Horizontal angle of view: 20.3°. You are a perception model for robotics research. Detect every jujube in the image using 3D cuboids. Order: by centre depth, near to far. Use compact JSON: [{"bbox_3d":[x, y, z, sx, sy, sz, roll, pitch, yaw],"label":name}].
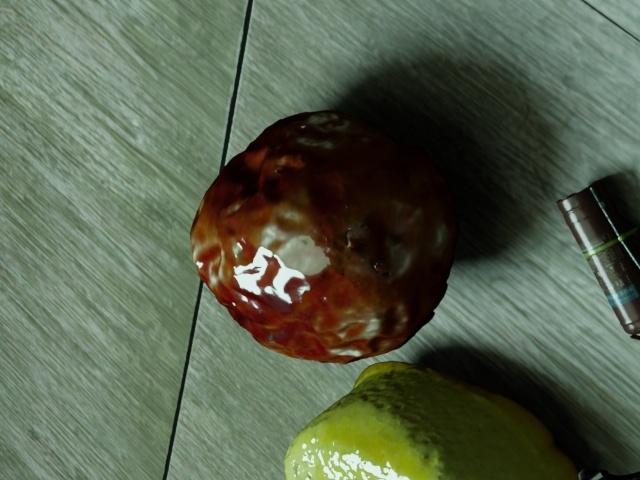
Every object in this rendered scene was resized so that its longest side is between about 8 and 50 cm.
[{"bbox_3d":[0.000,0.000,1.393,0.197,0.197,0.290,66,159,-7],"label":"jujube"}]

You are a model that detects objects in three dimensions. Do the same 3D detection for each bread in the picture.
[{"bbox_3d":[0.097,0.227,1.454,0.270,0.148,0.270,30,137,32],"label":"bread"}]

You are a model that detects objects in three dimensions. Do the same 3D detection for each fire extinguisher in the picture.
[{"bbox_3d":[0.214,0.022,1.262,0.132,0.039,0.056,62,154,0],"label":"fire extinguisher"}]

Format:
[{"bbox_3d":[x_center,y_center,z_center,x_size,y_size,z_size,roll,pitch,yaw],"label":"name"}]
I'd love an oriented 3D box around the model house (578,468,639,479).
[{"bbox_3d":[0.367,0.243,1.117,0.282,0.297,0.317,-23,79,24],"label":"model house"}]
